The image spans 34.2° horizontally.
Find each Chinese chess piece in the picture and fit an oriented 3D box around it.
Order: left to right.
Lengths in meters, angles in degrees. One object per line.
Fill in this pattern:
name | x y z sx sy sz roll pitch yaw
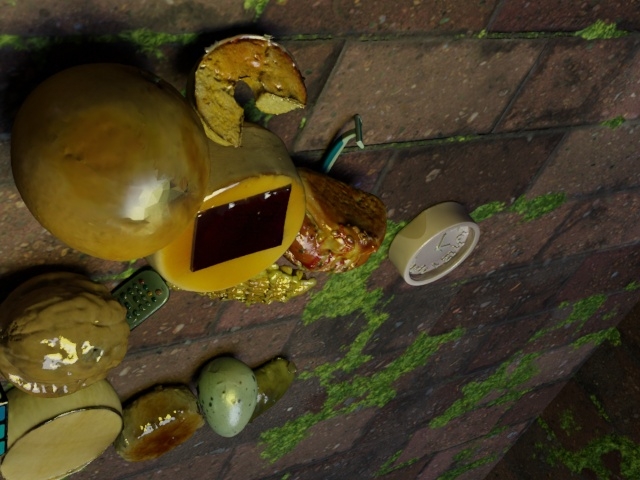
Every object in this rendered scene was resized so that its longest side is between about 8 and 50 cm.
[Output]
Chinese chess piece | -0.495 0.346 1.935 0.257 0.104 0.257 -26 149 -17

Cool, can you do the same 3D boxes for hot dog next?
hot dog | 0.012 -0.021 1.821 0.150 0.153 0.257 -31 147 34

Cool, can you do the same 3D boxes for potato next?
potato | -0.148 0.336 2.294 0.225 0.090 0.117 -29 145 -25

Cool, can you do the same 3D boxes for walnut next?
walnut | -0.414 0.148 1.644 0.245 0.198 0.198 -4 138 -45

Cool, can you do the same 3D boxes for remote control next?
remote control | -0.356 0.135 1.806 0.222 0.072 0.042 -38 173 11

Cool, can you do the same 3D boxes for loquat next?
loquat | -0.271 -0.106 1.353 0.263 0.263 0.263 -26 150 -16

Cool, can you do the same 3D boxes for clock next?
clock | 0.245 0.008 2.240 0.197 0.068 0.197 -26 150 -17

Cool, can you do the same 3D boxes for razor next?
razor | 0.021 -0.136 1.829 0.037 0.068 0.191 17 137 -19

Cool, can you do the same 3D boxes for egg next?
egg | -0.197 0.324 2.158 0.131 0.164 0.131 4 168 1

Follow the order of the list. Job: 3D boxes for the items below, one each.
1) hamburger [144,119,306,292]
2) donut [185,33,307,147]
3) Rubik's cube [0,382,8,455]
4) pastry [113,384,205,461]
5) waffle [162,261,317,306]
hamburger | -0.169 -0.059 1.602 0.300 0.176 0.300 -23 145 -17
donut | -0.116 -0.218 1.477 0.181 0.146 0.078 -36 -167 -28
Rubik's cube | -0.600 0.264 1.650 0.161 0.163 0.162 -16 142 -30
pastry | -0.340 0.375 2.148 0.192 0.093 0.182 -30 155 -7
waffle | -0.139 0.073 1.826 0.238 0.058 0.243 -5 167 37
